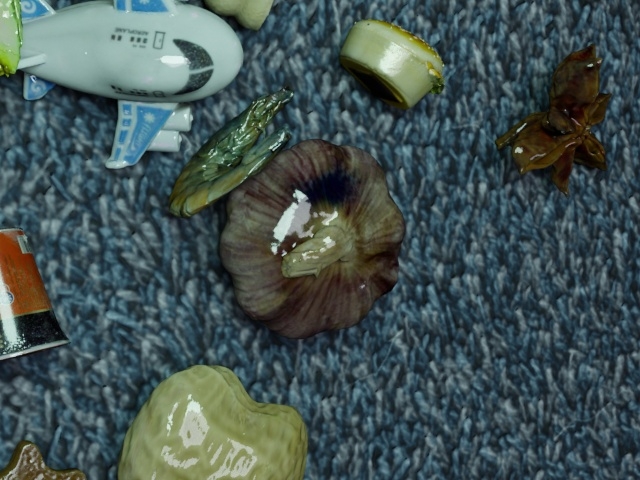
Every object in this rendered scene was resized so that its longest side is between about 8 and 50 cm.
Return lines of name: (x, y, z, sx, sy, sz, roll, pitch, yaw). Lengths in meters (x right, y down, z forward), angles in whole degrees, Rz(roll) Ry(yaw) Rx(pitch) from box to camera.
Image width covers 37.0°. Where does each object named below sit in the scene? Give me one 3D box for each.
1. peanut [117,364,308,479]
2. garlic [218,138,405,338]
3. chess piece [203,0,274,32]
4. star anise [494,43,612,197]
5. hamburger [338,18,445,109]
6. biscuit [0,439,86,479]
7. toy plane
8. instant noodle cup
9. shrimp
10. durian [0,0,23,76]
peanut: (-0.116, 0.257, 1.113, 0.233, 0.110, 0.197, 30, 80, -18)
garlic: (0.000, 0.000, 1.122, 0.245, 0.160, 0.245, -3, 97, -26)
chess piece: (-0.162, -0.353, 1.084, 0.260, 0.143, 0.143, 21, 83, -14)
star anise: (0.330, -0.165, 1.282, 0.212, 0.111, 0.196, -8, 127, -41)
hamburger: (0.093, -0.219, 1.183, 0.141, 0.126, 0.081, 37, 87, -13)
biscuit: (-0.328, 0.330, 1.062, 0.182, 0.034, 0.215, 3, 85, -32)
toy plane: (-0.218, -0.205, 1.043, 0.266, 0.123, 0.267, -2, 121, -3)
instant noodle cup: (-0.345, 0.061, 1.020, 0.127, 0.127, 0.136, -13, 87, -21)
shrimp: (-0.087, -0.105, 1.101, 0.051, 0.150, 0.217, 49, 68, -24)
durian: (-0.396, -0.327, 0.954, 0.169, 0.158, 0.352, -11, 97, -9)
